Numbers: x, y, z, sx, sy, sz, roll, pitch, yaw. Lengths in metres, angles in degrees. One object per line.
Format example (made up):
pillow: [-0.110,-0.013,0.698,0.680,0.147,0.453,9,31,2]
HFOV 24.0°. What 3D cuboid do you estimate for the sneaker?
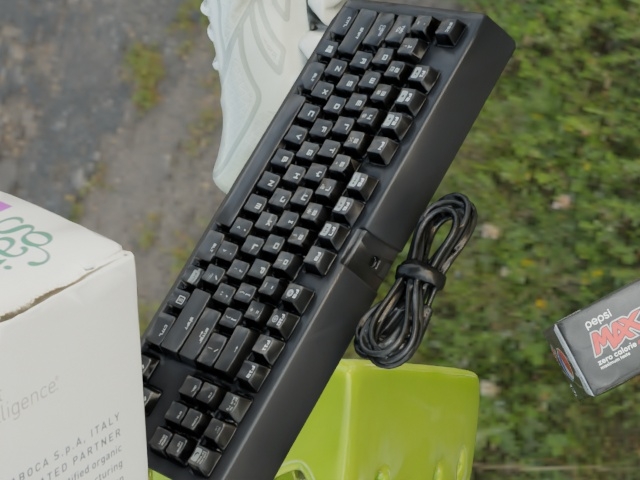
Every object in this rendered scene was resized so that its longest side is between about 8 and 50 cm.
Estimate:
sneaker: [-0.032,-0.160,0.925,0.110,0.118,0.292,-89,14,-62]

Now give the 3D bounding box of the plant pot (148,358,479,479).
plant pot: [-0.048,0.168,0.822,0.227,0.228,0.207,-1,83,22]

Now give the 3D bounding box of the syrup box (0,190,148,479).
syrup box: [-0.104,0.109,0.368,0.096,0.093,0.237,16,119,33]

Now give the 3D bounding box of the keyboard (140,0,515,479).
keyboard: [0.000,0.000,0.489,0.108,0.023,0.180,19,74,41]

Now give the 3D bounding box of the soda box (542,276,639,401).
soda box: [0.241,0.047,1.025,0.169,0.053,0.060,-27,82,-5]
